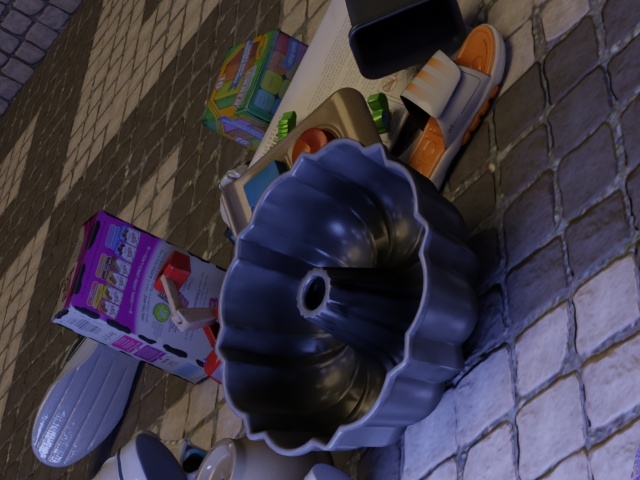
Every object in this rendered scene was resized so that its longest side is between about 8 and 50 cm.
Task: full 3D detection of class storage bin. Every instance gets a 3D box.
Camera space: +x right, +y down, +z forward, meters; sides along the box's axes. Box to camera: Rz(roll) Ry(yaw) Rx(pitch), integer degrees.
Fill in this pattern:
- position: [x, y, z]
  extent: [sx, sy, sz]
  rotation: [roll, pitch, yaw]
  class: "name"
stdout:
- position: [0.096, -0.264, 1.611]
  extent: [0.135, 0.098, 0.091]
  rotation: [-21, 46, 5]
  class: "storage bin"

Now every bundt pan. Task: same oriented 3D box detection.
- position: [0.037, 0.067, 1.387]
  extent: [0.330, 0.124, 0.331]
  rotation: [-22, 60, 44]
  class: "bundt pan"

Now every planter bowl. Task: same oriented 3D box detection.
- position: [-0.076, 0.281, 1.480]
  extent: [0.162, 0.109, 0.162]
  rotation: [-47, 28, 35]
  class: "planter bowl"

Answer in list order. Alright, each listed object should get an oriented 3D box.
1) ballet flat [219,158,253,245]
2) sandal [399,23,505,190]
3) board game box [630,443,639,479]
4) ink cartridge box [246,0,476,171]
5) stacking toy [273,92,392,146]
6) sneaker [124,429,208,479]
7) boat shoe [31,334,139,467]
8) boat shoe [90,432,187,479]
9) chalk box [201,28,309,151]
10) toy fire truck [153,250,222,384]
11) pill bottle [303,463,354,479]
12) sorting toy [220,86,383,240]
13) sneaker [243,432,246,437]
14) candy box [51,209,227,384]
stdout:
- position: [-0.113, -0.064, 1.965]
  extent: [0.074, 0.074, 0.203]
  rotation: [-47, 28, 34]
  class: "ballet flat"
- position: [0.123, -0.135, 1.532]
  extent: [0.265, 0.076, 0.102]
  rotation: [-64, 24, 1]
  class: "sandal"
- position: [0.274, 0.157, 0.973]
  extent: [0.133, 0.033, 0.169]
  rotation: [-59, 24, 12]
  class: "board game box"
- position: [0.062, -0.156, 1.702]
  extent: [0.261, 0.066, 0.296]
  rotation: [28, 92, 41]
  class: "ink cartridge box"
- position: [0.001, -0.071, 1.640]
  extent: [0.167, 0.052, 0.221]
  rotation: [-8, 68, 37]
  class: "stacking toy"
- position: [-0.185, 0.297, 1.737]
  extent: [0.092, 0.087, 0.228]
  rotation: [-56, 31, 2]
  class: "sneaker"
- position: [-0.355, 0.214, 2.155]
  extent: [0.335, 0.121, 0.119]
  rotation: [-60, 13, -20]
  class: "boat shoe"
- position: [-0.211, 0.395, 1.520]
  extent: [0.156, 0.136, 0.367]
  rotation: [-39, 44, 13]
  class: "boat shoe"
- position: [-0.057, -0.208, 1.915]
  extent: [0.213, 0.132, 0.132]
  rotation: [-8, 60, 63]
  class: "chalk box"
- position: [-0.152, 0.107, 1.784]
  extent: [0.047, 0.135, 0.192]
  rotation: [-52, 26, 26]
  class: "toy fire truck"
- position: [-0.023, 0.309, 1.368]
  extent: [0.160, 0.087, 0.087]
  rotation: [-56, 24, 15]
  class: "pill bottle"
- position: [0.000, 0.000, 1.550]
  extent: [0.229, 0.041, 0.307]
  rotation: [-36, 58, 28]
  class: "sorting toy"
- position: [-0.064, 0.211, 1.575]
  extent: [0.170, 0.071, 0.068]
  rotation: [-50, 27, 30]
  class: "sneaker"
- position: [-0.239, 0.081, 1.869]
  extent: [0.071, 0.233, 0.159]
  rotation: [-34, 36, 50]
  class: "candy box"
